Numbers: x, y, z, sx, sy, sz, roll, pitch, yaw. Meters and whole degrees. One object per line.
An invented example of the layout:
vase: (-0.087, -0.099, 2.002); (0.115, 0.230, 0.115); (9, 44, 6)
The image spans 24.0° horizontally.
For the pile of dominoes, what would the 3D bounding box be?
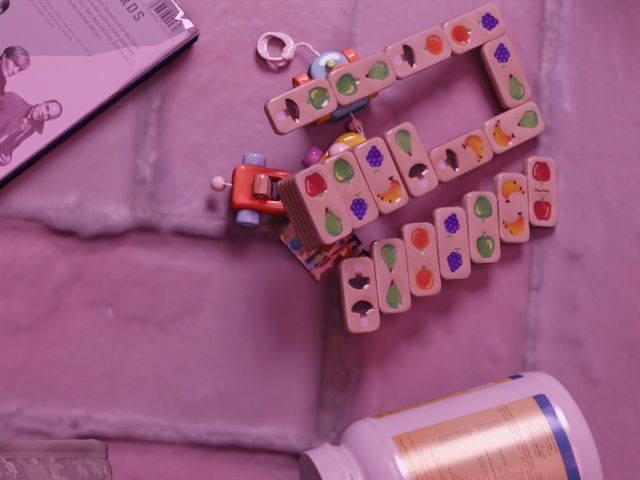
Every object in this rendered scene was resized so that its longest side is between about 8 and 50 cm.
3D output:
pile of dominoes: (0.088, -0.061, 1.180); (0.251, 0.040, 0.196); (-27, 96, -26)

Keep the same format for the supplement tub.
supplement tub: (0.097, 0.189, 1.126); (0.200, 0.144, 0.144); (-14, 85, -12)

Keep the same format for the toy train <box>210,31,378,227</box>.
toy train: (-0.014, -0.088, 1.190); (0.125, 0.046, 0.166); (12, 76, -10)

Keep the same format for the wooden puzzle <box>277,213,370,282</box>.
wooden puzzle: (0.000, 0.000, 1.205); (0.049, 0.006, 0.083); (-41, 91, -14)

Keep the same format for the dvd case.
dvd case: (-0.241, -0.159, 1.169); (0.239, 0.029, 0.179); (-39, 90, -14)

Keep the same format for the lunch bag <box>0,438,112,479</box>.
lunch bag: (-0.218, 0.254, 0.999); (0.169, 0.287, 0.235); (-12, 79, 14)
